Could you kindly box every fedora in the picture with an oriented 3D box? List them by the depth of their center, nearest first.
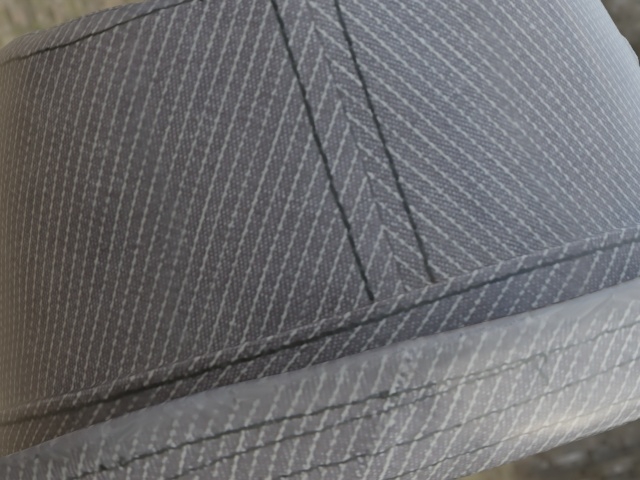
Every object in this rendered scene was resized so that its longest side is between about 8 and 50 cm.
[{"bbox_3d":[0.000,0.000,0.450,0.275,0.244,0.124,62,11,-83],"label":"fedora"}]
